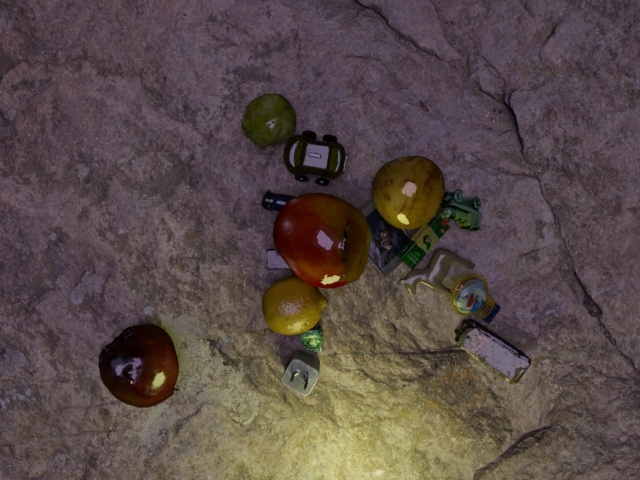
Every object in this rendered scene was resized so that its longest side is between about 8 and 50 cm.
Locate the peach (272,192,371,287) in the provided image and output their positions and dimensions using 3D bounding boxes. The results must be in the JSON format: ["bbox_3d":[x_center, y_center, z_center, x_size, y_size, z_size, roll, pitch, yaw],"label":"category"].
[{"bbox_3d":[0.000,0.000,1.624,0.369,0.370,0.371,0,94,2],"label":"peach"}]

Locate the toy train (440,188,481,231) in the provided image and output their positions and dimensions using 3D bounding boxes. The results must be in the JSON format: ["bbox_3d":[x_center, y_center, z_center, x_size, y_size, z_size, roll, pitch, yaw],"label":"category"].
[{"bbox_3d":[0.547,-0.119,1.738,0.200,0.083,0.132,14,78,-30],"label":"toy train"}]

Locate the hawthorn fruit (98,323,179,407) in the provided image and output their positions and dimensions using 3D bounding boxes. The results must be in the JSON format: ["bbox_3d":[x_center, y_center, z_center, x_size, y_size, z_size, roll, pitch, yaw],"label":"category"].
[{"bbox_3d":[-0.711,0.501,1.763,0.307,0.308,0.325,-2,102,2],"label":"hawthorn fruit"}]

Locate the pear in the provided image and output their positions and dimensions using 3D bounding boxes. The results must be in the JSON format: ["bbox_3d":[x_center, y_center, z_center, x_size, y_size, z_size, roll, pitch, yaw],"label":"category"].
[{"bbox_3d":[0.332,-0.183,1.693,0.280,0.281,0.281,0,94,2],"label":"pear"}]

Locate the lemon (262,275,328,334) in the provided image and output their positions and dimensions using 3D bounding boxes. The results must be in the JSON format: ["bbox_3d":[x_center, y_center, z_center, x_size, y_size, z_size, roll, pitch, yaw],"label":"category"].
[{"bbox_3d":[-0.103,0.251,1.753,0.253,0.228,0.229,-21,93,-7],"label":"lemon"}]

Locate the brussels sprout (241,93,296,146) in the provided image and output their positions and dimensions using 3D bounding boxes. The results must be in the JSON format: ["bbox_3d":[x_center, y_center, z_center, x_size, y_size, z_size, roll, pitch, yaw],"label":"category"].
[{"bbox_3d":[-0.201,-0.469,1.733,0.222,0.161,0.224,-1,86,16],"label":"brussels sprout"}]

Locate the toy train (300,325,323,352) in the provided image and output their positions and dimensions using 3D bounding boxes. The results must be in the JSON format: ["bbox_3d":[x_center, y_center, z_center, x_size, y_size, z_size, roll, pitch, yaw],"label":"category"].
[{"bbox_3d":[-0.034,0.405,1.819,0.099,0.149,0.081,-8,67,2],"label":"toy train"}]

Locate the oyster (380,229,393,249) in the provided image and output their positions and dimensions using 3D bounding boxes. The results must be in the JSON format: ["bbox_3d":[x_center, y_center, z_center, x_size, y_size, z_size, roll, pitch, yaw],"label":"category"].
[{"bbox_3d":[0.267,-0.003,1.785,0.054,0.019,0.083,-6,89,-10],"label":"oyster"}]

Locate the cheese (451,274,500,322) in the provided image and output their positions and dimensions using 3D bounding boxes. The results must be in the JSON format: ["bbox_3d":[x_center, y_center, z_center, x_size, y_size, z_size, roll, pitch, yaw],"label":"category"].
[{"bbox_3d":[0.621,0.236,1.784,0.270,0.069,0.177,36,91,-25],"label":"cheese"}]

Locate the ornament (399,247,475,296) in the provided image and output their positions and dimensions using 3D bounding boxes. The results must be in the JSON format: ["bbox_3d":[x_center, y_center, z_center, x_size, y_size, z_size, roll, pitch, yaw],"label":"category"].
[{"bbox_3d":[0.464,0.141,1.807,0.244,0.061,0.231,25,96,-3],"label":"ornament"}]

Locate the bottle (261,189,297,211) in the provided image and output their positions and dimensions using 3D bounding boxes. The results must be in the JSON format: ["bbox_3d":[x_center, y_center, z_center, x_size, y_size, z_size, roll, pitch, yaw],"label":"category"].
[{"bbox_3d":[-0.114,-0.139,1.799,0.244,0.072,0.082,13,67,2],"label":"bottle"}]

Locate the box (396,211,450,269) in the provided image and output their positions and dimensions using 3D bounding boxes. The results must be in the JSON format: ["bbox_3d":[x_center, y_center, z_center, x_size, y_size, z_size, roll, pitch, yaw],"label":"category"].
[{"bbox_3d":[0.412,0.000,1.771,0.235,0.132,0.034,-49,51,4],"label":"box"}]

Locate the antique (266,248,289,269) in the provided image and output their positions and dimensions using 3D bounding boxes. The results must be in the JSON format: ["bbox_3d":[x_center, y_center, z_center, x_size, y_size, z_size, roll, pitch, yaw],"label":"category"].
[{"bbox_3d":[-0.106,0.071,1.813,0.220,0.081,0.080,-3,96,1],"label":"antique"}]

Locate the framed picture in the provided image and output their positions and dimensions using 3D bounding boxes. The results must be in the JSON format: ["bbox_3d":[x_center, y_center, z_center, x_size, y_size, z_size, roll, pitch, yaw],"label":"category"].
[{"bbox_3d":[0.243,-0.016,1.802,0.209,0.019,0.281,-42,95,-8],"label":"framed picture"}]

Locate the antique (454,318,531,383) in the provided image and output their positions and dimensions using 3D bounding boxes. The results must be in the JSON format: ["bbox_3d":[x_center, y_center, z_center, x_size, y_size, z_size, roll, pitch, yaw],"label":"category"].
[{"bbox_3d":[0.676,0.433,1.794,0.284,0.150,0.125,34,95,7],"label":"antique"}]

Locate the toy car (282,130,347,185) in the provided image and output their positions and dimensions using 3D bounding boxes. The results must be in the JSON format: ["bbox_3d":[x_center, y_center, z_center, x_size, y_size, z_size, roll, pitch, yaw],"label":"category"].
[{"bbox_3d":[-0.024,-0.323,1.720,0.247,0.198,0.205,11,96,3],"label":"toy car"}]

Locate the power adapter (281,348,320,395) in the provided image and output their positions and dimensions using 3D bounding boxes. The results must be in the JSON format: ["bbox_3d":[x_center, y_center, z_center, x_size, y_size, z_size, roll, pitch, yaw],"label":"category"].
[{"bbox_3d":[-0.079,0.538,1.783,0.129,0.205,0.125,29,95,1],"label":"power adapter"}]
